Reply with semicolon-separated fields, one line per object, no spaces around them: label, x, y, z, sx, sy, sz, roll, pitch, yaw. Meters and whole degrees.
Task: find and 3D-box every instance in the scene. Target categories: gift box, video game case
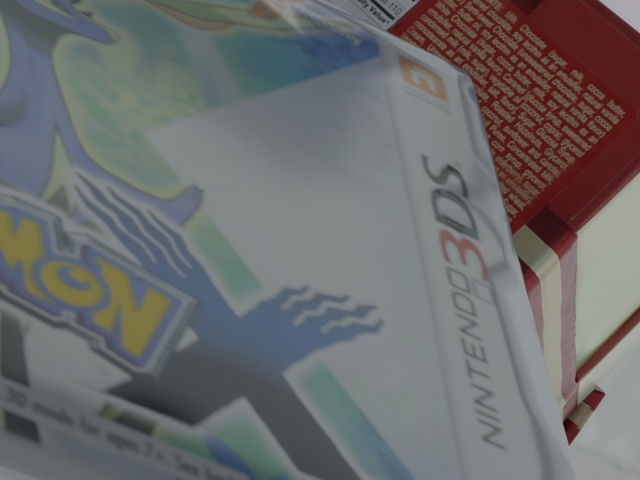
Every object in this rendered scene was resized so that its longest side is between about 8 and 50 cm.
gift box;0.000;0.000;0.863;0.255;0.276;0.258;48;172;22
video game case;-0.079;-0.028;0.517;0.329;0.036;0.300;24;-150;-20
